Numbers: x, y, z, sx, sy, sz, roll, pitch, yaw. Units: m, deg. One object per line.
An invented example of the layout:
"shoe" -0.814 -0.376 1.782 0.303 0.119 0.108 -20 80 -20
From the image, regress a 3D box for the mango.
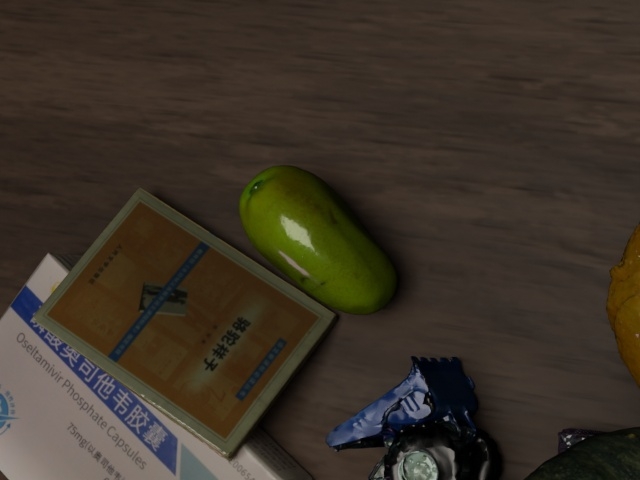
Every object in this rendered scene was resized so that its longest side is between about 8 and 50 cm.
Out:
"mango" -0.002 -0.002 1.380 0.163 0.117 0.089 38 88 20

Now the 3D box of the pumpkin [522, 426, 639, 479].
"pumpkin" 0.234 0.301 1.146 0.291 0.328 0.257 -22 58 -15

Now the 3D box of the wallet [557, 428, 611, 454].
"wallet" 0.278 0.217 1.284 0.166 0.030 0.111 2 95 26

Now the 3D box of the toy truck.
"toy truck" 0.085 0.207 1.327 0.126 0.113 0.208 -12 80 25

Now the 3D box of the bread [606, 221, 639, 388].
"bread" 0.347 0.055 1.207 0.240 0.139 0.240 -2 84 24

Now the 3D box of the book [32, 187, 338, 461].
"book" -0.129 0.073 1.437 0.241 0.018 0.170 32 73 19

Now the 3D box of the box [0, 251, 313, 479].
"box" -0.193 0.192 1.475 0.343 0.065 0.200 42 101 21
